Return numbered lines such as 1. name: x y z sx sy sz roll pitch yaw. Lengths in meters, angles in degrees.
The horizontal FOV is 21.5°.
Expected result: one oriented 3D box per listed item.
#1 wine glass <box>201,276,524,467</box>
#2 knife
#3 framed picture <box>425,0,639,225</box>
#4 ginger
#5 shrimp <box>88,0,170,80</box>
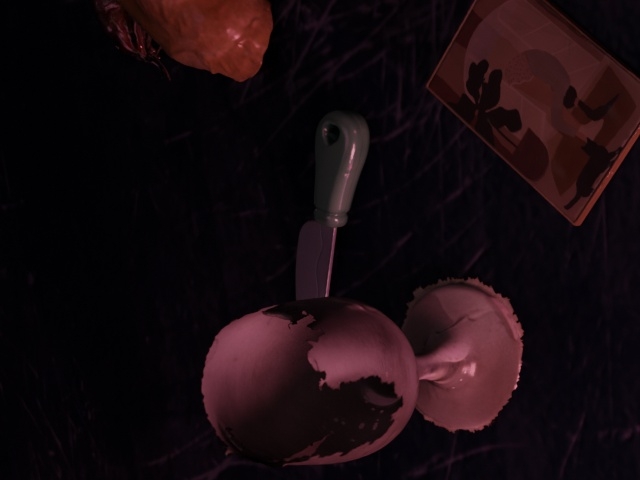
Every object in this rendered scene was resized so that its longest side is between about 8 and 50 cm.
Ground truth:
1. wine glass: 0.039 0.108 1.387 0.143 0.321 0.143 3 96 35
2. knife: -0.001 -0.001 1.606 0.063 0.035 0.260 30 117 41
3. framed picture: 0.185 -0.127 1.435 0.201 0.010 0.136 46 123 29
4. ginger: -0.121 -0.246 1.624 0.193 0.122 0.115 42 79 18
5. shrimp: -0.193 -0.235 1.733 0.190 0.073 0.075 60 172 32
